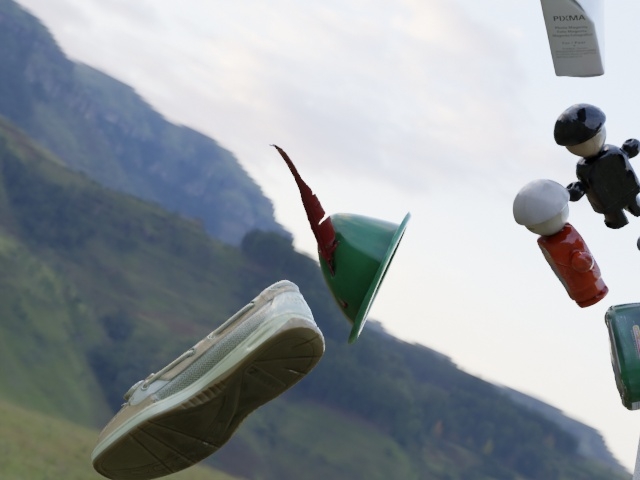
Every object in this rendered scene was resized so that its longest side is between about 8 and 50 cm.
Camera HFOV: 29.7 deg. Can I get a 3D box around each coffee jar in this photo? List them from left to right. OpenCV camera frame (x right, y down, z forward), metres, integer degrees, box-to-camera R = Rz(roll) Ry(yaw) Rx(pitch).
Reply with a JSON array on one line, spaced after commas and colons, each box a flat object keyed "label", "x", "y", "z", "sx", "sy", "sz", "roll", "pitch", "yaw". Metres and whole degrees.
[{"label": "coffee jar", "x": 0.356, "y": 0.093, "z": 1.088, "sx": 0.184, "sy": 0.096, "sz": 0.079, "roll": -11, "pitch": -28, "yaw": 9}]

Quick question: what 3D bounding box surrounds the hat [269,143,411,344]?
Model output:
[{"label": "hat", "x": 0.000, "y": 0.000, "z": 1.501, "sx": 0.183, "sy": 0.209, "sz": 0.173, "roll": 24, "pitch": 15, "yaw": 5}]

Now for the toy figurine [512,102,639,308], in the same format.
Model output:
[{"label": "toy figurine", "x": 0.319, "y": -0.052, "z": 1.215, "sx": 0.209, "sy": 0.213, "sz": 0.148, "roll": -11, "pitch": -59, "yaw": 43}]

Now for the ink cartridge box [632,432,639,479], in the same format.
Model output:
[{"label": "ink cartridge box", "x": 0.218, "y": 0.159, "z": 0.402, "sx": 0.114, "sy": 0.198, "sz": 0.273, "roll": 10, "pitch": 0, "yaw": -20}]

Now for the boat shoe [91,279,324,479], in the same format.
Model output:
[{"label": "boat shoe", "x": -0.068, "y": 0.082, "z": 0.687, "sx": 0.056, "sy": 0.153, "sz": 0.048, "roll": 40, "pitch": 16, "yaw": -42}]

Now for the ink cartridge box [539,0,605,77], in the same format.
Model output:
[{"label": "ink cartridge box", "x": 0.238, "y": -0.298, "z": 1.158, "sx": 0.066, "sy": 0.189, "sz": 0.232, "roll": 0, "pitch": -30, "yaw": 15}]
